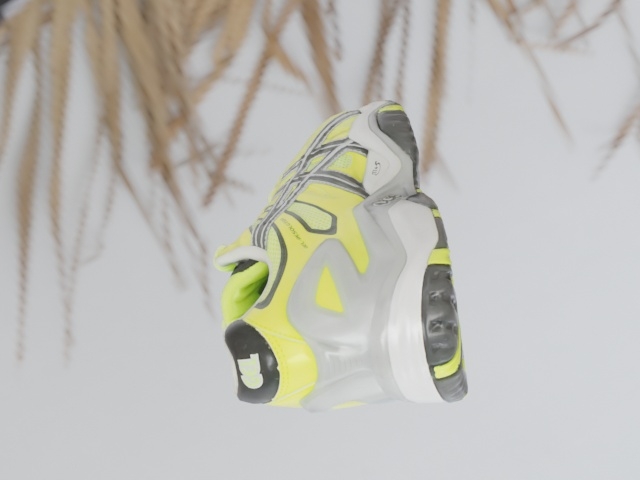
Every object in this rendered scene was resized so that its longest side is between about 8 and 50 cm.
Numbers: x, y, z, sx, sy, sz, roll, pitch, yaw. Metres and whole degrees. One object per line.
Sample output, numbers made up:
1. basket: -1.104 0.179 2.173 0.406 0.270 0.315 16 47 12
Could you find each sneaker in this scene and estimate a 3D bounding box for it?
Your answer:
1. sneaker: 0.000 0.000 1.270 0.384 0.147 0.145 -104 6 -74
